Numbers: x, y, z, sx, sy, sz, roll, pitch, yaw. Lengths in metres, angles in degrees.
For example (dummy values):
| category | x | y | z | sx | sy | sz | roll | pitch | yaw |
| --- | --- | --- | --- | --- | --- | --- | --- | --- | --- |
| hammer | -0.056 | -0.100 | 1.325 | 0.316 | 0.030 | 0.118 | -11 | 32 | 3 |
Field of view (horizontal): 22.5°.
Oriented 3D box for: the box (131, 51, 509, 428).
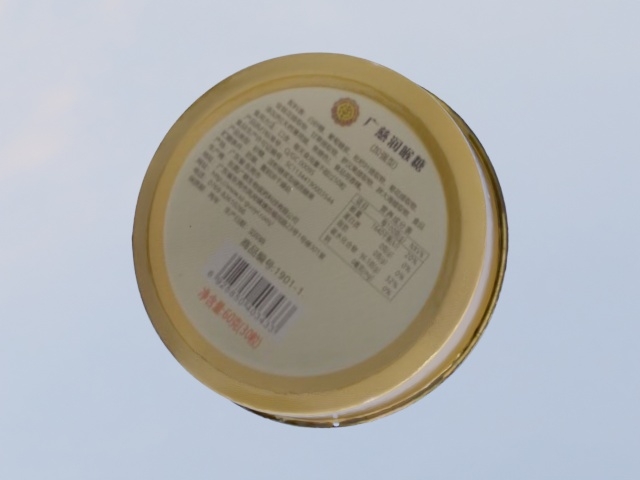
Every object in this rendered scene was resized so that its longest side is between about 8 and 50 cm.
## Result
| category | x | y | z | sx | sy | sz | roll | pitch | yaw |
| --- | --- | --- | --- | --- | --- | --- | --- | --- | --- |
| box | 0.000 | 0.000 | 0.453 | 0.105 | 0.037 | 0.105 | -2 | -99 | 15 |
